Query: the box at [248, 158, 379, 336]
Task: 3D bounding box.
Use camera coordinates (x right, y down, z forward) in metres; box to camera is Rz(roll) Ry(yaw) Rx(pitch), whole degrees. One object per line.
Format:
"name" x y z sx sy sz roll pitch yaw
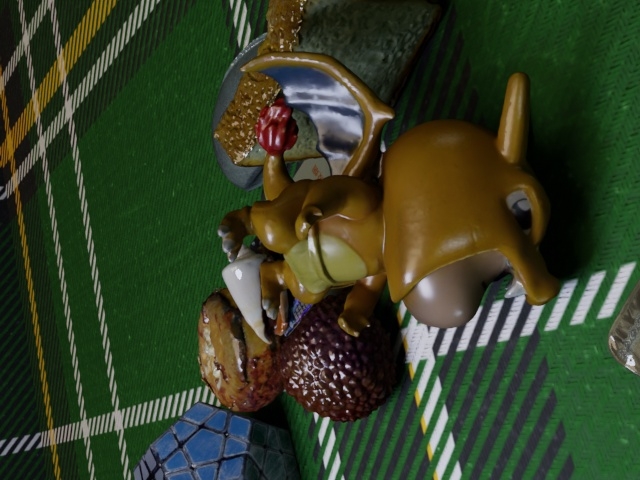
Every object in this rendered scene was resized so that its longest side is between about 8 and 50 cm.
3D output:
"box" 0.000 0.000 1.362 0.310 0.084 0.198 -53 52 43

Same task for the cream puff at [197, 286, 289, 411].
"cream puff" -0.137 0.195 1.516 0.240 0.164 0.239 172 90 -70

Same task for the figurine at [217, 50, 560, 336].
"figurine" 0.080 -0.050 1.006 0.268 0.387 0.400 -79 -25 -55

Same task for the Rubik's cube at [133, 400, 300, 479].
"Rubik's cube" -0.193 0.455 1.530 0.319 0.319 0.264 50 158 39

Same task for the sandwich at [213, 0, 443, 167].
"sandwich" 0.016 -0.249 1.150 0.099 0.271 0.301 50 132 27

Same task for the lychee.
"lychee" 0.032 0.191 1.268 0.188 0.188 0.188 9 101 54

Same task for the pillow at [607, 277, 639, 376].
"pillow" 0.401 0.131 0.853 0.217 0.033 0.130 49 130 40

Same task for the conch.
"conch" -0.105 0.088 1.368 0.094 0.105 0.176 53 -157 -83

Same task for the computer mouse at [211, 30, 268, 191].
"computer mouse" -0.108 -0.228 1.463 0.374 0.114 0.203 -49 54 44
